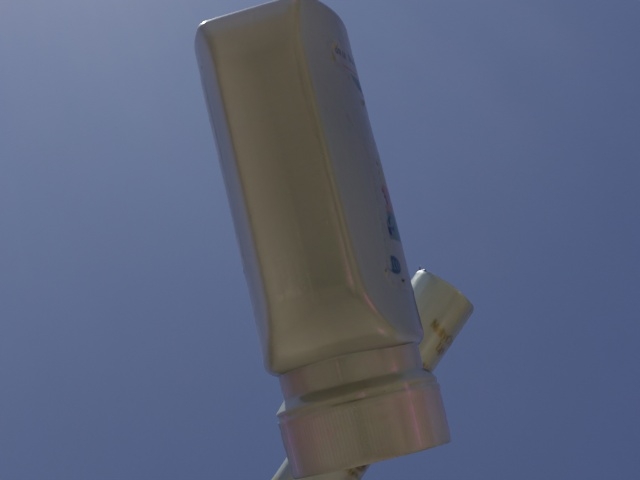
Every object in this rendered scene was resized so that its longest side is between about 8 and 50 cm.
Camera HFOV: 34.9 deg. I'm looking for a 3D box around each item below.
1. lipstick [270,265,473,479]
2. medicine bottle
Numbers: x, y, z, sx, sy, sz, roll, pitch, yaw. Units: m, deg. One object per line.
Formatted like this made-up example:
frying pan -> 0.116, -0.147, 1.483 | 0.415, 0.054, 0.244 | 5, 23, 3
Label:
lipstick -> 0.028, 0.142, 0.799 | 0.059, 0.059, 0.264 | 39, -103, -10
medicine bottle -> 0.000, 0.000, 0.675 | 0.111, 0.161, 0.296 | -14, -102, 9
